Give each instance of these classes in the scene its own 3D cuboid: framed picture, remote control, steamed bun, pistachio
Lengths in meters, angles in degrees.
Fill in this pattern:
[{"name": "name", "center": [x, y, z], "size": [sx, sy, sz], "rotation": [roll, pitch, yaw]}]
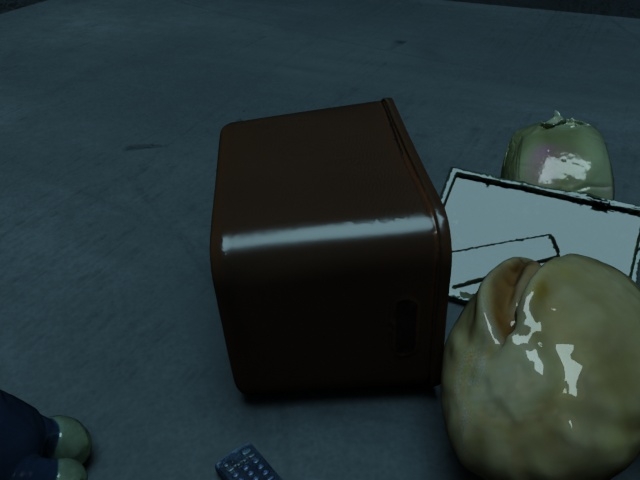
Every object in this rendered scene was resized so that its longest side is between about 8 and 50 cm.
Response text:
[{"name": "framed picture", "center": [0.281, 0.010, 0.814], "size": [0.281, 0.019, 0.209], "rotation": [16, 67, 22]}, {"name": "remote control", "center": [-0.042, 0.250, 0.560], "size": [0.043, 0.027, 0.152], "rotation": [-30, 42, -26]}, {"name": "steamed bun", "center": [0.373, -0.107, 0.940], "size": [0.169, 0.153, 0.239], "rotation": [5, 36, 11]}, {"name": "pistachio", "center": [0.236, 0.118, 0.597], "size": [0.193, 0.214, 0.318], "rotation": [-9, 14, 39]}]

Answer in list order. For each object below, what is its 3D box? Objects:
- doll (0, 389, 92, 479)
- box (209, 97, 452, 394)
[{"name": "doll", "center": [-0.323, 0.241, 0.497], "size": [0.228, 0.154, 0.258], "rotation": [-1, 42, -5]}, {"name": "box", "center": [0.000, 0.000, 0.735], "size": [0.229, 0.239, 0.339], "rotation": [-6, 36, -2]}]
